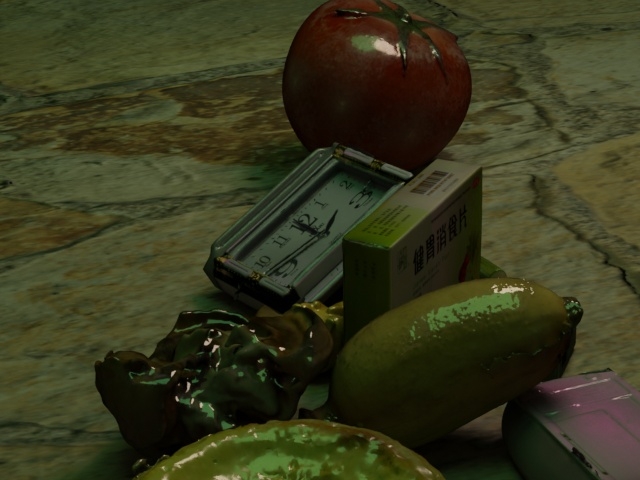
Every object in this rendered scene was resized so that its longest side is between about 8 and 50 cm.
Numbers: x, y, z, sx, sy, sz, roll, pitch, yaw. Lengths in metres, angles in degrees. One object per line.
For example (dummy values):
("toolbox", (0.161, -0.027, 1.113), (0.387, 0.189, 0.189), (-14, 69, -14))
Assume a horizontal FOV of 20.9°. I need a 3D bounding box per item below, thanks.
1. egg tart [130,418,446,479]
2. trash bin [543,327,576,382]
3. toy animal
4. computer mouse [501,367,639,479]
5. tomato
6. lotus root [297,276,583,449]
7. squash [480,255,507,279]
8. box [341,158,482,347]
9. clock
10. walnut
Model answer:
("egg tart", (-0.027, 0.264, 1.475), (0.315, 0.120, 0.315), (0, 24, 0))
("trash bin", (0.243, 0.115, 1.898), (0.061, 0.043, 0.092), (7, 23, 20))
("toy animal", (0.020, 0.102, 1.931), (0.070, 0.083, 0.159), (22, 19, 24))
("computer mouse", (0.279, 0.203, 1.642), (0.158, 0.071, 0.310), (-11, 17, -12))
("tomato", (0.073, -0.207, 2.415), (0.265, 0.264, 0.265), (-2, 23, 1))
("lotus root", (0.113, 0.119, 1.713), (0.303, 0.146, 0.130), (-27, 56, 3))
("squash", (0.195, 0.034, 2.111), (0.027, 0.027, 0.083), (-12, 25, -22))
("box", (0.106, 0.034, 1.928), (0.062, 0.175, 0.260), (11, 27, 25))
("clock", (0.000, 0.000, 2.062), (0.253, 0.083, 0.186), (-43, 38, -18))
("walnut", (-0.104, 0.146, 1.737), (0.238, 0.141, 0.204), (-10, 13, -14))
